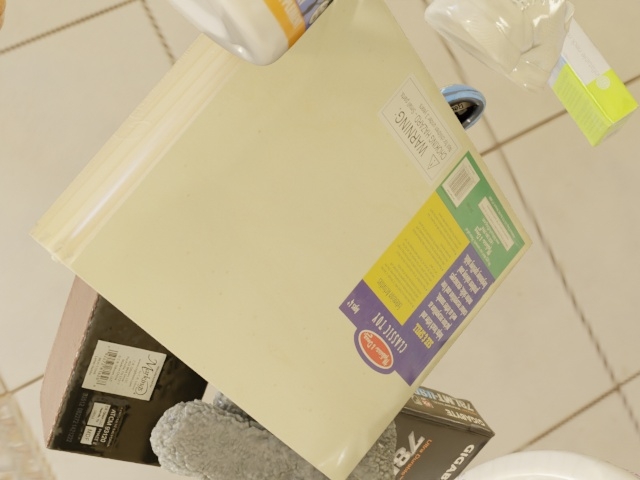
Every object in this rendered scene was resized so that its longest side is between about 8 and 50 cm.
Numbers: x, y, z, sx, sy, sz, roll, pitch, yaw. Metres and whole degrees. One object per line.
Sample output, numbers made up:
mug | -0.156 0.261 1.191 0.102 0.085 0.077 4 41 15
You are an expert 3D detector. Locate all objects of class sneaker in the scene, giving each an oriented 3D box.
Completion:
sneaker | 0.120 -0.138 1.738 0.209 0.082 0.069 -30 106 1
sneaker | 0.149 -0.179 1.039 0.080 0.212 0.094 38 102 18

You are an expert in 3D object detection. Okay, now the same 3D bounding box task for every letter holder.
letter holder | -0.203 0.063 1.493 0.152 0.214 0.302 14 110 -23

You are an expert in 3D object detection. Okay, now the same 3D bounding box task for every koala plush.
koala plush | -0.038 0.177 1.259 0.203 0.221 0.196 41 79 -5

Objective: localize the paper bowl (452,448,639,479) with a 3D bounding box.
paper bowl | 0.162 0.285 0.835 0.148 0.284 0.284 27 70 -35

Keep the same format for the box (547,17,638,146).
box | 0.279 -0.197 1.495 0.042 0.109 0.178 -33 81 -4

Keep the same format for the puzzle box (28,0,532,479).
puzzle box | 0.000 0.000 0.988 0.272 0.052 0.409 -50 142 -8

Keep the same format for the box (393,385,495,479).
box | 0.015 0.284 1.566 0.293 0.073 0.295 23 113 -41

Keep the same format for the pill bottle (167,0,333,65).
pill bottle | 0.006 -0.244 0.750 0.152 0.152 0.272 43 85 -9

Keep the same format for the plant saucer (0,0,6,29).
plant saucer | -0.424 -0.214 1.486 0.200 0.200 0.037 -52 122 -22
